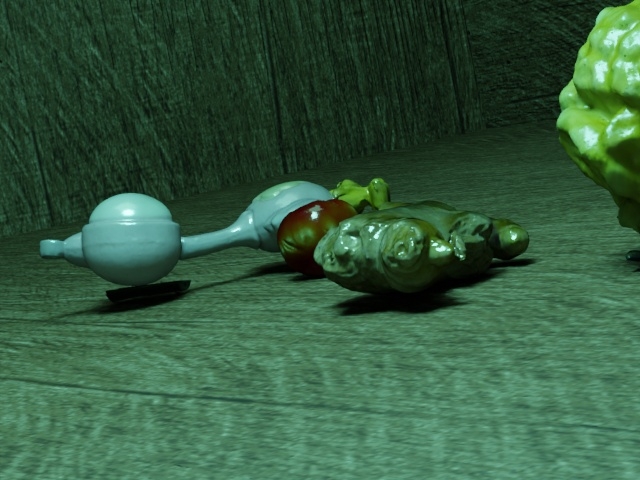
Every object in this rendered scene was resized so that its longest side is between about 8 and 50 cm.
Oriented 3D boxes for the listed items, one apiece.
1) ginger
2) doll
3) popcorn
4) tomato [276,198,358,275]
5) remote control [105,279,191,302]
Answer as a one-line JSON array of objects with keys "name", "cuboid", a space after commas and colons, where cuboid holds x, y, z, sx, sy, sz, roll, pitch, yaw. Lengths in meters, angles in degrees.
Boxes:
[{"name": "ginger", "cuboid": [0.088, 0.006, 1.571, 0.166, 0.080, 0.333, 6, 4, 17]}, {"name": "doll", "cuboid": [-0.111, -0.009, 1.899, 0.365, 0.094, 0.160, -6, 1, -18]}, {"name": "popcorn", "cuboid": [0.313, -0.088, 1.446, 0.249, 0.225, 0.249, 6, -1, 0]}, {"name": "tomato", "cuboid": [0.000, 0.000, 1.809, 0.087, 0.075, 0.087, -17, -9, -3]}, {"name": "remote control", "cuboid": [-0.180, 0.053, 1.910, 0.091, 0.016, 0.034, -8, -2, 25]}]
